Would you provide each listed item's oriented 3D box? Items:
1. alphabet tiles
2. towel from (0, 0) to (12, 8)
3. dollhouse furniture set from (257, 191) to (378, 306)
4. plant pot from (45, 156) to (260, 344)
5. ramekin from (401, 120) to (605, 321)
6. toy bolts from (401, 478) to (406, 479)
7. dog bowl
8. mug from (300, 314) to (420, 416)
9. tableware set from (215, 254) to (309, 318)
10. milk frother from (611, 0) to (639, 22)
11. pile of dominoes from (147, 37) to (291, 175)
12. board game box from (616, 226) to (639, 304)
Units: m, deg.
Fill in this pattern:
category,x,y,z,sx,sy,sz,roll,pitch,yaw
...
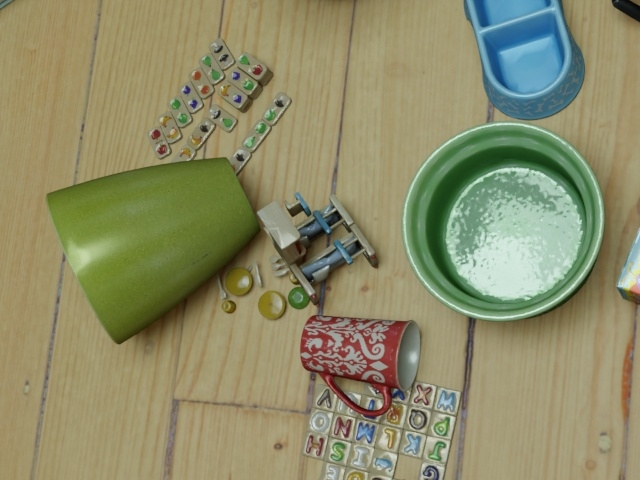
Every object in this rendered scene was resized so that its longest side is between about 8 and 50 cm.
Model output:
category,x,y,z,sx,sy,sz,roll,pitch,yaw
alphabet tiles,0.092,0.312,1.888,0.237,0.009,0.198,11,84,19
towel,-0.611,-0.625,2.250,0.374,0.090,0.321,-29,73,11
dollhouse furniture set,0.000,0.000,1.870,0.129,0.184,0.129,-34,71,-4
plant pot,-0.257,-0.013,1.950,0.293,0.275,0.275,-25,73,-4
ramekin,0.288,-0.019,1.812,0.303,0.148,0.303,-3,79,18
toy bolts,0.150,0.475,1.800,0.229,0.158,0.218,-63,29,9
dog bowl,0.321,-0.345,1.903,0.166,0.074,0.297,-16,75,15
mug,0.056,0.187,1.864,0.169,0.113,0.150,6,58,23
tableware set,-0.097,0.085,1.986,0.154,0.024,0.104,-17,78,13
milk frother,0.524,-0.423,1.846,0.134,0.129,0.143,23,54,-13
pile of dominoes,-0.188,-0.216,2.061,0.196,0.040,0.251,38,92,20
board game box,0.587,0.064,1.702,0.275,0.144,0.142,23,88,21
